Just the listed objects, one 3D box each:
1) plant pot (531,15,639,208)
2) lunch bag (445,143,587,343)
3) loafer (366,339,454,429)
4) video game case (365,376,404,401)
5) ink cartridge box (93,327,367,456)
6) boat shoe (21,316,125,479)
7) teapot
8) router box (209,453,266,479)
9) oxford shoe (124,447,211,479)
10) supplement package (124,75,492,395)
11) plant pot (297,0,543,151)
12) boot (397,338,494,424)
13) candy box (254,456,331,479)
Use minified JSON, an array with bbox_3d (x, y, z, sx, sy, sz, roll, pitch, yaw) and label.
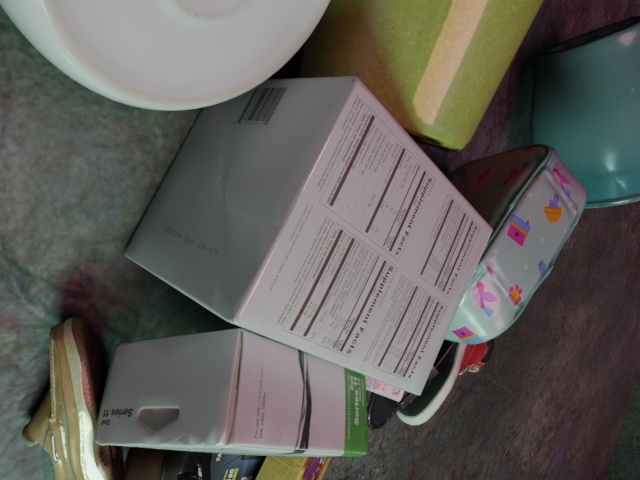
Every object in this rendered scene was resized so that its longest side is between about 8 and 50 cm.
[{"bbox_3d":[0.489,-0.227,0.834,0.272,0.272,0.255,-33,108,-31],"label":"plant pot"},{"bbox_3d":[0.194,0.003,0.654,0.108,0.224,0.279,47,71,-19],"label":"lunch bag"},{"bbox_3d":[0.157,0.162,0.752,0.302,0.095,0.109,-55,132,-14],"label":"loafer"},{"bbox_3d":[0.076,0.170,0.695,0.122,0.011,0.087,23,87,-11],"label":"video game case"},{"bbox_3d":[-0.069,0.152,0.451,0.208,0.153,0.086,37,49,-51],"label":"ink cartridge box"},{"bbox_3d":[-0.226,0.161,0.430,0.072,0.068,0.189,-6,102,-11],"label":"boat shoe"},{"bbox_3d":[-0.119,-0.227,0.324,0.252,0.187,0.256,-45,156,9],"label":"teapot"},{"bbox_3d":[-0.106,0.261,0.586,0.092,0.038,0.122,17,92,-44],"label":"router box"},{"bbox_3d":[-0.172,0.317,0.512,0.083,0.096,0.227,5,87,-77],"label":"oxford shoe"},{"bbox_3d":[0.000,0.000,0.485,0.263,0.199,0.198,33,80,-43],"label":"supplement package"},{"bbox_3d":[0.095,-0.231,0.468,0.276,0.276,0.253,7,107,-43],"label":"plant pot"},{"bbox_3d":[0.230,0.230,0.852,0.244,0.088,0.176,-56,134,-18],"label":"boot"},{"bbox_3d":[-0.019,0.265,0.624,0.186,0.053,0.109,-61,154,-16],"label":"candy box"}]
